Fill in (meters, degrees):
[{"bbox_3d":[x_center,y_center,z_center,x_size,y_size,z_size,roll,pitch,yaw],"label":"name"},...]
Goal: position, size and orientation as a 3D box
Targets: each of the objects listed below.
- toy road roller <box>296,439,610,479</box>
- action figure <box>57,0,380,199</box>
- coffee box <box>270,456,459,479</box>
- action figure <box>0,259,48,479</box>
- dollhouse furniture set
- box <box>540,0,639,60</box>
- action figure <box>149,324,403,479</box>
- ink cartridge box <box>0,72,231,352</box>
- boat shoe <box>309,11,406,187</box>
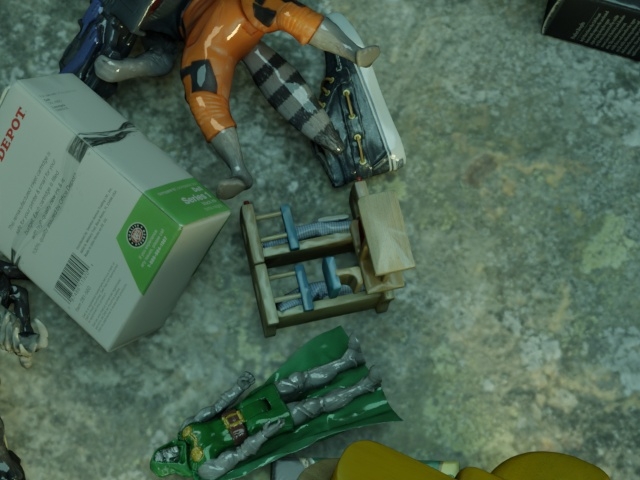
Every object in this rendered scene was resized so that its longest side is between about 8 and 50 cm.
[{"bbox_3d":[0.128,0.279,1.158,0.330,0.202,0.240,24,31,3],"label":"toy road roller"},{"bbox_3d":[-0.138,-0.184,1.346,0.341,0.178,0.330,-49,64,19],"label":"action figure"},{"bbox_3d":[0.042,0.264,1.285,0.184,0.040,0.113,4,74,-5],"label":"coffee box"},{"bbox_3d":[-0.330,0.100,1.247,0.164,0.141,0.275,-4,77,-8],"label":"action figure"},{"bbox_3d":[0.000,0.000,1.281,0.129,0.183,0.128,-12,76,-8],"label":"dollhouse furniture set"},{"bbox_3d":[0.358,-0.281,1.434,0.207,0.108,0.153,16,74,0],"label":"box"},{"bbox_3d":[-0.055,0.169,1.280,0.232,0.063,0.137,-26,43,-10],"label":"action figure"},{"bbox_3d":[-0.218,-0.031,1.261,0.219,0.093,0.160,41,118,15],"label":"ink cartridge box"},{"bbox_3d":[0.017,-0.146,1.387,0.083,0.065,0.183,-20,76,-8],"label":"boat shoe"}]
